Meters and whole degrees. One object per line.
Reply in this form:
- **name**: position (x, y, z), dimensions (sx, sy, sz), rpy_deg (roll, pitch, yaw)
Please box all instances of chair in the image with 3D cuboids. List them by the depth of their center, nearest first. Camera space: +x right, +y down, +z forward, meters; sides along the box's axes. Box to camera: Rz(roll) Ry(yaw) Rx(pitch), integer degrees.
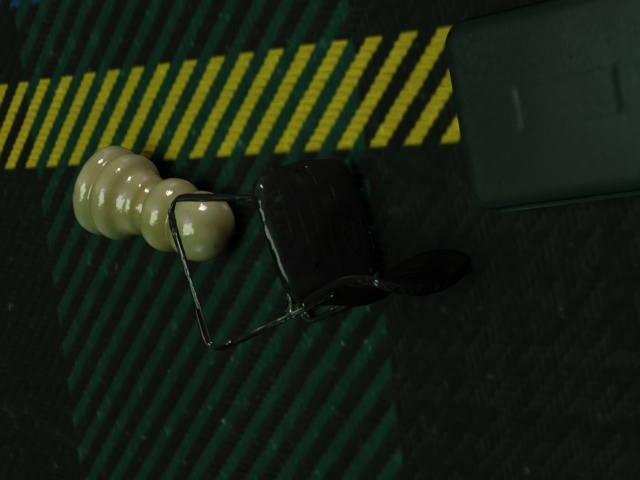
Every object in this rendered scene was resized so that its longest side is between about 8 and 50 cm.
- **chair**: position (0.000, 0.000, 1.351), dimensions (0.221, 0.140, 0.145), rpy_deg (-16, 89, 44)

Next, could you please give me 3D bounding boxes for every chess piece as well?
- **chess piece**: position (-0.157, -0.027, 1.546), dimensions (0.170, 0.094, 0.094), rpy_deg (22, 115, 32)

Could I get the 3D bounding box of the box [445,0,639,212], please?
- **box**: position (0.201, -0.109, 1.182), dimensions (0.230, 0.050, 0.160), rpy_deg (-7, 94, 46)
